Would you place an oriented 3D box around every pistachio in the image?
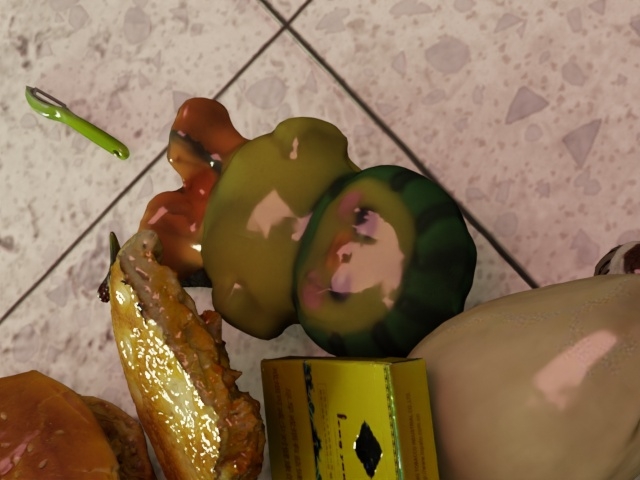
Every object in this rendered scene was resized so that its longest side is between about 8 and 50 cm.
[{"bbox_3d":[0.192,0.134,1.642,0.332,0.207,0.226,-34,32,47],"label":"pistachio"}]

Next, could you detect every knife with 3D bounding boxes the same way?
[{"bbox_3d":[-0.274,-0.131,2.115,0.184,0.022,0.026,31,62,34],"label":"knife"}]

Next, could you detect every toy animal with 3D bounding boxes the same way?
[{"bbox_3d":[0.003,0.001,1.817,0.338,0.191,0.216,21,91,32],"label":"toy animal"},{"bbox_3d":[-0.144,0.022,1.966,0.202,0.070,0.105,-19,83,17],"label":"toy animal"},{"bbox_3d":[0.275,0.048,1.716,0.137,0.098,0.098,-18,65,22],"label":"toy animal"}]

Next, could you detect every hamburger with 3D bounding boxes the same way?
[{"bbox_3d":[-0.312,0.287,1.898,0.314,0.170,0.290,-40,52,11],"label":"hamburger"}]

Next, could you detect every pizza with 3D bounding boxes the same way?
[{"bbox_3d":[-0.108,0.151,1.780,0.086,0.336,0.226,-24,19,-25],"label":"pizza"}]

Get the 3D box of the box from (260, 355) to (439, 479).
[{"bbox_3d":[0.022,0.180,1.694,0.279,0.041,0.153,-6,89,64],"label":"box"}]
